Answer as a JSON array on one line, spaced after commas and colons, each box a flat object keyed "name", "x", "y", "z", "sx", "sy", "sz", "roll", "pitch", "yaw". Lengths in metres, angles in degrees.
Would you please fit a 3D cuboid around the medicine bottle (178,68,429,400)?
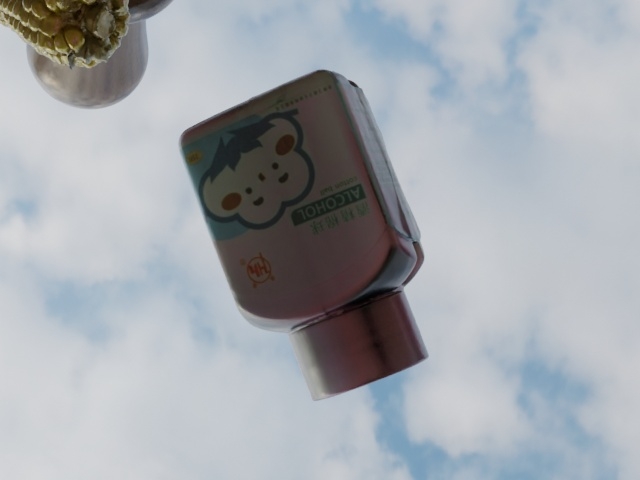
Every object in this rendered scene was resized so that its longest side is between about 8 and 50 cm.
[{"name": "medicine bottle", "x": 0.000, "y": 0.000, "z": 0.676, "sx": 0.119, "sy": 0.094, "sz": 0.188, "roll": -22, "pitch": -95, "yaw": 14}]

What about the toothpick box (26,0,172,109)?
[{"name": "toothpick box", "x": -0.267, "y": -0.289, "z": 1.263, "sx": 0.192, "sy": 0.294, "sz": 0.192, "roll": 8, "pitch": -117, "yaw": -15}]

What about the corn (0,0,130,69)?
[{"name": "corn", "x": -0.274, "y": -0.234, "z": 0.932, "sx": 0.292, "sy": 0.101, "sz": 0.101, "roll": 30, "pitch": -109, "yaw": 36}]
